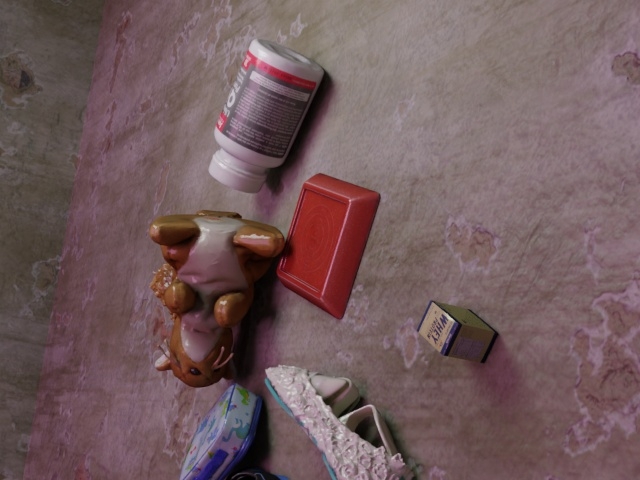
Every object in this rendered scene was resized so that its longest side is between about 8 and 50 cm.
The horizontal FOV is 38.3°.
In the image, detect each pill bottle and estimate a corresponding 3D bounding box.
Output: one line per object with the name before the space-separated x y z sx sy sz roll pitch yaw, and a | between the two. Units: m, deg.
pill bottle | -0.132 -0.273 2.067 0.319 0.176 0.176 -64 33 18

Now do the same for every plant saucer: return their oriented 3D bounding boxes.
plant saucer | 0.000 0.000 1.867 0.259 0.047 0.259 25 100 58

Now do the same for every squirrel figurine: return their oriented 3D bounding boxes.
squirrel figurine | -0.252 0.129 2.075 0.397 0.281 0.371 -133 47 -75

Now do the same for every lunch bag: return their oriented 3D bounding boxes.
lunch bag | -0.211 0.426 1.947 0.219 0.090 0.176 -54 12 29

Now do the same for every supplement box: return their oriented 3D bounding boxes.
supplement box | 0.211 0.141 1.427 0.083 0.083 0.056 43 114 56

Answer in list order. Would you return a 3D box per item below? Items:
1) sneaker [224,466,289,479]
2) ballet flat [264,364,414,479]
sneaker | -0.154 0.498 1.867 0.232 0.090 0.081 -21 61 54
ballet flat | 0.039 0.325 1.622 0.409 0.147 0.147 46 117 52
